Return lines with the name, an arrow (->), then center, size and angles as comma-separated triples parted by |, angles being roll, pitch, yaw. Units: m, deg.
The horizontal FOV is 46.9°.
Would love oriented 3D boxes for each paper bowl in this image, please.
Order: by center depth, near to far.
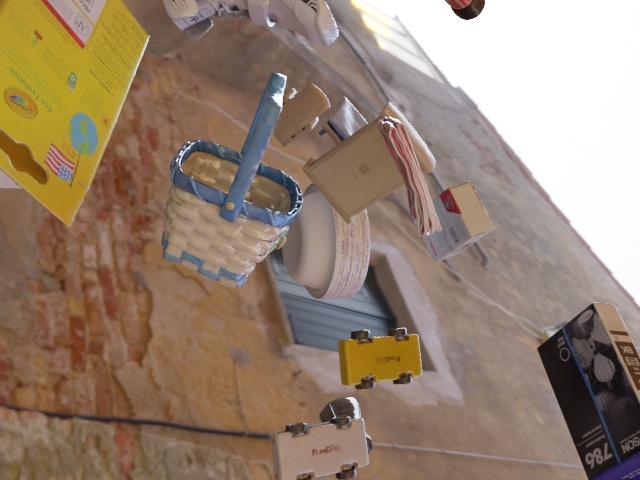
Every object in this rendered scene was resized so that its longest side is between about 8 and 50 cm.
paper bowl -> 0.000, 0.000, 1.779 | 0.284, 0.148, 0.284 | 180, -90, -70

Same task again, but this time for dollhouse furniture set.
dollhouse furniture set -> 0.091, -0.231, 1.415 | 0.198, 0.286, 0.303 | -32, -165, 31

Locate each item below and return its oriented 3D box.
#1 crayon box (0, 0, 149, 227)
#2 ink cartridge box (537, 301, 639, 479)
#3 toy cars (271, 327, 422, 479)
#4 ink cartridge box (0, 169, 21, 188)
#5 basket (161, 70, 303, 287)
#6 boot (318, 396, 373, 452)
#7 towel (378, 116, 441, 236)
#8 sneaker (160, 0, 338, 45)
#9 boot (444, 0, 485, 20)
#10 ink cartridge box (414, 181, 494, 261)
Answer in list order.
crayon box -> -0.328, -0.195, 0.861 | 0.081, 0.202, 0.318 | -6, -126, 24
ink cartridge box -> 0.494, 0.287, 1.255 | 0.165, 0.065, 0.332 | -55, -142, 41
toy cars -> 0.039, 0.281, 1.280 | 0.087, 0.176, 0.393 | -16, -153, 49
ink cartridge box -> -0.673, -0.202, 1.543 | 0.100, 0.237, 0.171 | -96, -170, -46
basket -> -0.118, -0.100, 1.108 | 0.254, 0.201, 0.288 | -86, -164, -66
boot -> 0.022, 0.453, 1.728 | 0.208, 0.190, 0.076 | -128, -158, -67
towel -> 0.108, -0.088, 0.957 | 0.029, 0.144, 0.197 | -20, -169, 4
sneaker -> -0.150, -0.430, 1.348 | 0.366, 0.137, 0.210 | 43, -89, 10
boot -> 0.224, -0.512, 1.399 | 0.088, 0.176, 0.244 | -42, -139, 23
ink cartridge box -> 0.309, -0.042, 1.732 | 0.127, 0.072, 0.175 | 65, -27, 11
